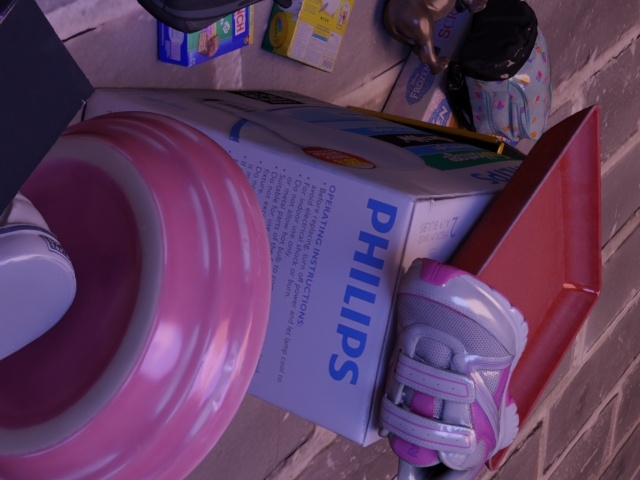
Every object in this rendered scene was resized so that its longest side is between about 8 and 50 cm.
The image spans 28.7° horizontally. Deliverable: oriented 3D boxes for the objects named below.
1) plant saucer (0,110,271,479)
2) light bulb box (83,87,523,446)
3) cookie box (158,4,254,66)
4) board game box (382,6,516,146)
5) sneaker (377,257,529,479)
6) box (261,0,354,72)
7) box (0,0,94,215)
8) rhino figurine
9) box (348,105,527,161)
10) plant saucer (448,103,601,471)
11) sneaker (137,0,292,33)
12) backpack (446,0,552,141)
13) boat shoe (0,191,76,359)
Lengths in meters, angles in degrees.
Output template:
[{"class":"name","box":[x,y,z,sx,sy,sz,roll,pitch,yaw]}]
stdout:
[{"class":"plant saucer","box":[-0.194,0.049,0.968,0.084,0.332,0.332,29,82,-53]},{"class":"light bulb box","box":[0.000,0.000,1.234,0.358,0.361,0.225,-11,117,-58]},{"class":"cookie box","box":[-0.111,-0.229,1.235,0.107,0.040,0.092,-32,132,-49]},{"class":"board game box","box":[0.203,-0.186,1.774,0.319,0.066,0.318,-65,150,-9]},{"class":"sneaker","box":[0.101,0.123,1.003,0.111,0.103,0.252,-51,143,-34]},{"class":"box","box":[0.000,-0.285,1.392,0.105,0.043,0.179,9,102,-60]},{"class":"box","box":[-0.302,-0.085,0.767,0.184,0.261,0.103,-57,149,-24]},{"class":"rhino figurine","box":[0.161,-0.331,1.594,0.106,0.073,0.243,42,65,-25]},{"class":"box","box":[0.085,0.017,1.492,0.079,0.257,0.322,23,87,-46]},{"class":"plant saucer","box":[0.189,0.041,1.162,0.259,0.047,0.258,-52,145,-34]},{"class":"sneaker","box":[-0.046,-0.334,1.160,0.202,0.185,0.483,-52,179,36]},{"class":"backpack","box":[0.242,-0.209,1.643,0.152,0.115,0.182,-57,150,-27]},{"class":"boat shoe","box":[-0.367,0.054,0.881,0.367,0.156,0.136,-30,144,-10]}]
